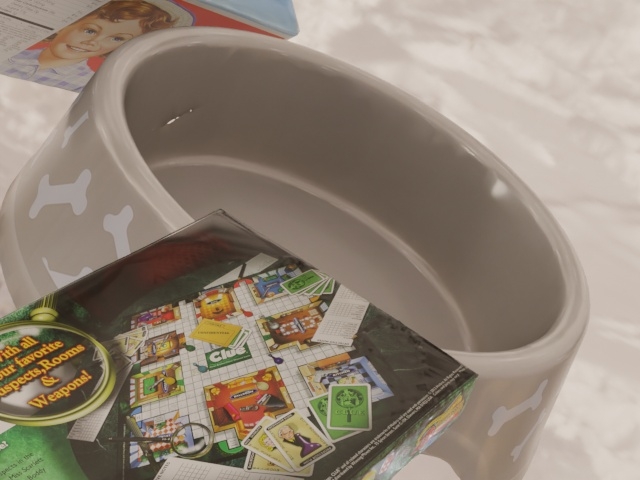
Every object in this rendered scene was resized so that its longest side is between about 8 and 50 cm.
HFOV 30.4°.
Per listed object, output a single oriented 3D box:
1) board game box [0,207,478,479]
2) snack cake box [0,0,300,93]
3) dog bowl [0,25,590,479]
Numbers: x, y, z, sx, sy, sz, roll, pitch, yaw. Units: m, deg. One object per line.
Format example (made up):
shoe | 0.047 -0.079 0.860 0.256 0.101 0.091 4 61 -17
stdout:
board game box | -0.070 0.072 0.388 0.136 0.260 0.030 35 128 22
snack cake box | -0.154 -0.169 0.754 0.152 0.089 0.264 -21 165 30
dog bowl | 0.000 0.000 0.683 0.349 0.102 0.348 22 -149 -14
